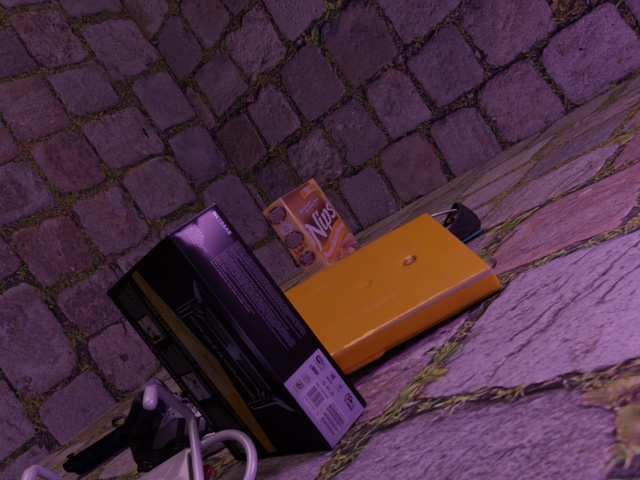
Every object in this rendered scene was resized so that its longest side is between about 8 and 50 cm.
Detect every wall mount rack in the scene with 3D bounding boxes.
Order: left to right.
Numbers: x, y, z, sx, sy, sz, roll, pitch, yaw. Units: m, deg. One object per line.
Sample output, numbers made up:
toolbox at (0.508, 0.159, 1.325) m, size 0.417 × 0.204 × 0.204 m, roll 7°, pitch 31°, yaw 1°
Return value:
wall mount rack at (-0.236, 0.337, 0.685) m, size 0.350 × 0.130 × 0.304 m, roll -34°, pitch 35°, yaw 8°

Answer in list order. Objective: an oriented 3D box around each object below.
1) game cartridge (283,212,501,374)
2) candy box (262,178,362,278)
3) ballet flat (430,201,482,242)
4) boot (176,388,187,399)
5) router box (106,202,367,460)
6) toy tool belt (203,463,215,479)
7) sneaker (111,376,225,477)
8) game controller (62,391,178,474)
game cartridge at (0.082, 0.088, 0.987) m, size 0.324 × 0.052 × 0.285 m, roll -30°, pitch 20°, yaw 2°
candy box at (0.000, 0.000, 1.736) m, size 0.088 × 0.316 × 0.183 m, roll -33°, pitch 3°, yaw 37°
ballet flat at (0.219, 0.009, 1.305) m, size 0.280 × 0.096 × 0.095 m, roll -35°, pitch 3°, yaw -28°
boot at (-0.264, 0.330, 1.557) m, size 0.213 × 0.077 × 0.165 m, roll -39°, pitch 2°, yaw 3°
router box at (-0.120, 0.135, 0.804) m, size 0.081 × 0.308 × 0.243 m, roll -40°, pitch 7°, yaw -40°
toy tool belt at (-0.159, 0.316, 0.799) m, size 0.083 × 0.051 × 0.052 m, roll -28°, pitch 38°, yaw 16°
sneaker at (-0.219, 0.281, 1.038) m, size 0.269 × 0.153 × 0.101 m, roll -34°, pitch 3°, yaw 4°
game controller at (-0.517, 0.500, 1.638) m, size 0.319 × 0.067 × 0.166 m, roll -33°, pitch 3°, yaw 2°
